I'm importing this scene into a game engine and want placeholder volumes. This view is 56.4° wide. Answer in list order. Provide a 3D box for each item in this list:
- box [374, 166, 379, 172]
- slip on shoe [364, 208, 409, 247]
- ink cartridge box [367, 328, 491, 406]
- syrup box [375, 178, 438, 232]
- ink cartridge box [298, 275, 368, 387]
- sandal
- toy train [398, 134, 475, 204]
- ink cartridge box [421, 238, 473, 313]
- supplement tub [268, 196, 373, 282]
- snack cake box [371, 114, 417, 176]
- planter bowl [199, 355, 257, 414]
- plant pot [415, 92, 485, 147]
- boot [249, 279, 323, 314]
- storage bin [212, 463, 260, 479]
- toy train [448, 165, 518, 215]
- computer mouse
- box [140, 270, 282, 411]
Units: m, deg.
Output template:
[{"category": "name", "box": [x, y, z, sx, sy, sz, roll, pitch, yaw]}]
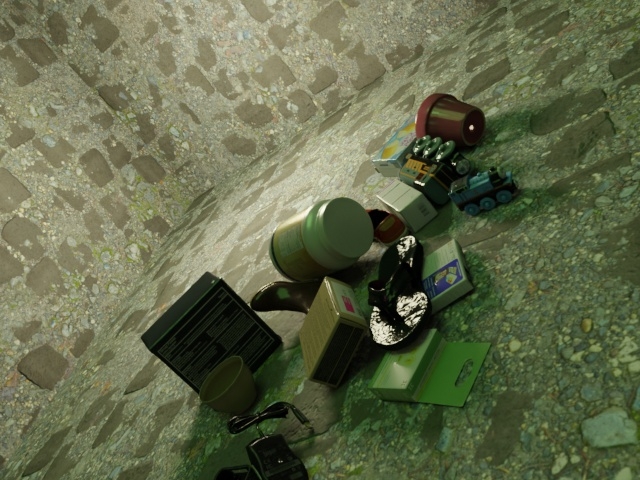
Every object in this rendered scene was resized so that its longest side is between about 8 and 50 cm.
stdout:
[{"category": "box", "box": [0.327, -0.336, 2.331, 0.225, 0.036, 0.136, -10, 37, 51]}, {"category": "slip on shoe", "box": [0.180, -0.062, 1.963, 0.123, 0.101, 0.331, -44, 20, -4]}, {"category": "ink cartridge box", "box": [0.232, 0.271, 1.298, 0.235, 0.056, 0.171, -15, 32, 51]}, {"category": "syrup box", "box": [0.273, -0.117, 1.921, 0.096, 0.093, 0.237, -40, 21, 2]}, {"category": "ink cartridge box", "box": [0.027, 0.234, 1.557, 0.234, 0.088, 0.193, -109, 42, -67]}, {"category": "sandal", "box": [0.178, 0.112, 1.503, 0.168, 0.107, 0.445, -36, 20, 22]}, {"category": "toy train", "box": [0.363, -0.231, 1.951, 0.190, 0.142, 0.334, -50, 21, 2]}, {"category": "ink cartridge box", "box": [0.282, 0.109, 1.533, 0.208, 0.045, 0.206, -34, 21, 20]}, {"category": "supplement tub", "box": [0.000, 0.000, 1.915, 0.316, 0.228, 0.228, -25, 25, 52]}, {"category": "snack cake box", "box": [0.331, -0.352, 2.199, 0.264, 0.089, 0.152, -49, 26, -19]}, {"category": "planter bowl", "box": [-0.251, 0.428, 1.712, 0.162, 0.109, 0.162, -33, 23, 16]}, {"category": "plant pot", "box": [0.459, -0.402, 2.060, 0.201, 0.201, 0.180, -48, 38, -18]}, {"category": "boot", "box": [-0.076, 0.185, 1.823, 0.249, 0.090, 0.207, -16, 19, -19]}, {"category": "storage bin", "box": [-0.199, 0.603, 1.325, 0.122, 0.084, 0.180, -23, 28, 37]}, {"category": "toy train", "box": [0.451, -0.141, 1.658, 0.184, 0.105, 0.080, -24, 27, 36]}, {"category": "computer mouse", "box": [-0.084, 0.484, 1.379, 0.184, 0.060, 0.262, -15, 33, -32]}, {"category": "box", "box": [-0.337, 0.302, 1.847, 0.296, 0.294, 0.183, -46, 22, -15]}]
